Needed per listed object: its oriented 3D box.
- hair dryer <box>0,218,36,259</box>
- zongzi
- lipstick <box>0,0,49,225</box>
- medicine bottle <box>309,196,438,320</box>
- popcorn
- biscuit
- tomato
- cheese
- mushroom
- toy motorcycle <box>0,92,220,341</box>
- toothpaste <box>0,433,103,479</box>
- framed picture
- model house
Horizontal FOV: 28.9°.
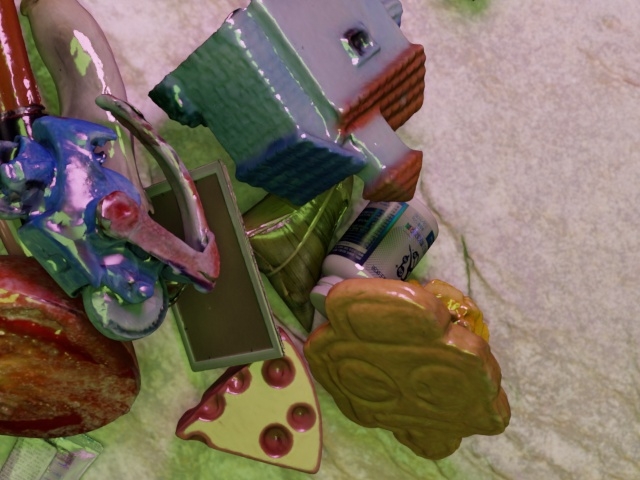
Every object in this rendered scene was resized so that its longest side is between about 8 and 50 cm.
[{"bbox_3d":[-0.372,-0.036,1.717,0.154,0.054,0.106,-26,91,-14],"label":"hair dryer"},{"bbox_3d":[0.002,-0.002,1.741,0.205,0.094,0.204,-41,113,-10],"label":"zongzi"},{"bbox_3d":[-0.416,-0.212,1.665,0.077,0.077,0.418,-15,88,-5],"label":"lipstick"},{"bbox_3d":[0.071,0.027,1.707,0.107,0.107,0.191,41,68,-7],"label":"medicine bottle"},{"bbox_3d":[0.157,0.127,1.738,0.167,0.152,0.148,16,112,-3],"label":"popcorn"},{"bbox_3d":[0.111,0.188,1.672,0.269,0.051,0.376,1,137,26],"label":"biscuit"},{"bbox_3d":[-0.383,0.119,1.654,0.309,0.170,0.309,-4,138,-4],"label":"tomato"},{"bbox_3d":[-0.080,0.207,1.723,0.203,0.128,0.177,16,89,-3],"label":"cheese"},{"bbox_3d":[-0.315,-0.193,1.681,0.109,0.097,0.351,-18,90,26],"label":"mushroom"},{"bbox_3d":[-0.279,-0.035,1.572,0.182,0.241,0.319,-32,107,28],"label":"toy motorcycle"},{"bbox_3d":[-0.429,0.386,1.722,0.114,0.073,0.299,33,81,-7],"label":"toothpaste"},{"bbox_3d":[-0.151,0.039,1.673,0.017,0.217,0.274,-20,95,-42],"label":"framed picture"},{"bbox_3d":[0.010,-0.183,1.628,0.329,0.252,0.295,49,51,-3],"label":"model house"}]
